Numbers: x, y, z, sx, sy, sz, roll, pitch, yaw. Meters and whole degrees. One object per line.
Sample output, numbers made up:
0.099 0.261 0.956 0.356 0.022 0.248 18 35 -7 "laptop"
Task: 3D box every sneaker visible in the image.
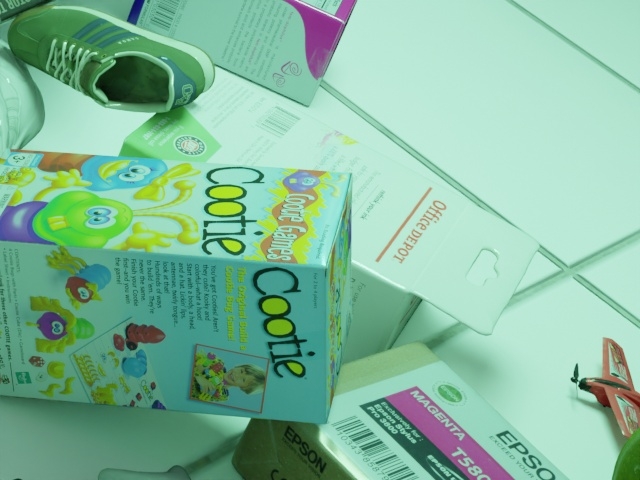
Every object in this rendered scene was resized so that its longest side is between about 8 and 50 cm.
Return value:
-0.194 -0.157 1.529 0.192 0.064 0.086 15 26 8 "sneaker"
-0.306 -0.122 1.493 0.114 0.152 0.305 -10 36 -1 "sneaker"

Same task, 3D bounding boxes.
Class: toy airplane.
0.302 0.152 1.638 0.151 0.028 0.151 18 33 -12 "toy airplane"

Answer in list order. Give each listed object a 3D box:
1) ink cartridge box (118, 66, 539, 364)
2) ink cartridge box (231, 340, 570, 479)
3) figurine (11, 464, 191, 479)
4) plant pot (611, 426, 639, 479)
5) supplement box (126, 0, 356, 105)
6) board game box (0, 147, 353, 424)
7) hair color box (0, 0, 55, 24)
0.000 0.000 1.566 0.353 0.119 0.207 28 31 7 "ink cartridge box"
0.079 0.196 1.356 0.193 0.088 0.235 -15 48 -46 "ink cartridge box"
-0.135 0.227 1.166 0.215 0.092 0.209 -1 35 -37 "figurine"
0.429 0.175 1.435 0.366 0.366 0.353 40 46 23 "plant pot"
-0.081 -0.256 1.907 0.220 0.111 0.114 25 30 -1 "supplement box"
-0.120 0.031 1.320 0.275 0.144 0.142 5 32 8 "board game box"
-0.245 -0.317 1.726 0.339 0.185 0.110 -93 159 -72 "hair color box"
